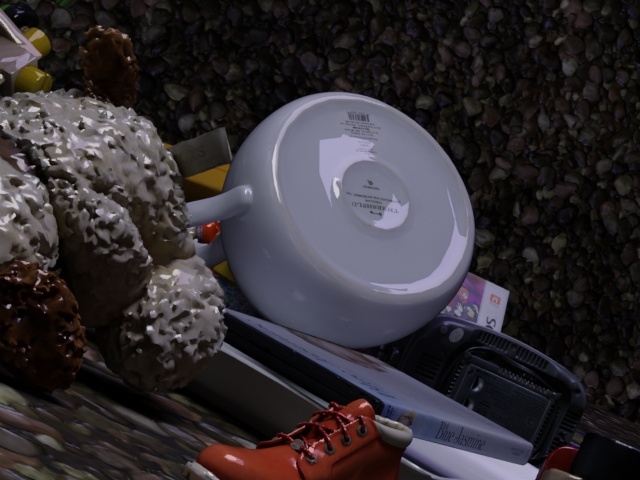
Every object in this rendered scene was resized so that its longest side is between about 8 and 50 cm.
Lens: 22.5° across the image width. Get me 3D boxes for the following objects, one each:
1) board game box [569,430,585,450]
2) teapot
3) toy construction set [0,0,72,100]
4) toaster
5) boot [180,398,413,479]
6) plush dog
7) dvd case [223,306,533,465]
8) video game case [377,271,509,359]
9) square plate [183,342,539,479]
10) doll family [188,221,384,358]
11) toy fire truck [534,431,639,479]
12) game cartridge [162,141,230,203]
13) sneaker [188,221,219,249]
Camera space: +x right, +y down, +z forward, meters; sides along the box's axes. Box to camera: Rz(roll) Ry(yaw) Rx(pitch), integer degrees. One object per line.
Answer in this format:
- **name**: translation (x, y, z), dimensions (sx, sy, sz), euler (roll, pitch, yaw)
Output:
- **board game box**: translation (0.262, 0.235, 1.929), dimensions (0.347, 0.056, 0.208), euler (26, 6, 10)
- **teapot**: translation (0.000, 0.000, 1.475), dimensions (0.256, 0.252, 0.187), euler (44, -41, -4)
- **toy construction set**: translation (-0.360, -0.132, 1.723), dimensions (0.237, 0.257, 0.309), euler (39, 27, 19)
- **toaster**: translation (0.154, 0.150, 1.573), dimensions (0.227, 0.129, 0.146), euler (24, 0, -14)
- **boot**: translation (-0.009, 0.120, 0.884), dimensions (0.059, 0.084, 0.158), euler (29, 5, 40)
- **plush dog**: translation (-0.198, -0.015, 1.008), dimensions (0.262, 0.210, 0.225), euler (24, 28, 21)
- **dvd case**: translation (0.036, 0.110, 1.220), dimensions (0.180, 0.022, 0.253), euler (27, 3, 35)
- **video game case**: translation (0.091, 0.090, 1.817), dimensions (0.232, 0.042, 0.210), euler (26, 44, -6)
- **square plate**: translation (0.015, 0.137, 1.275), dimensions (0.347, 0.049, 0.344), euler (27, 3, 30)
- **doll family**: translation (-0.017, 0.045, 1.617), dimensions (0.263, 0.163, 0.118), euler (26, 2, -6)
- **toy fire truck**: translation (0.228, 0.205, 1.026), dimensions (0.217, 0.158, 0.246), euler (25, -10, 5)
- **game cartridge**: translation (-0.075, -0.005, 2.049), dimensions (0.285, 0.052, 0.323), euler (19, -22, 29)
- **sneaker**: translation (-0.132, 0.011, 1.826), dimensions (0.152, 0.114, 0.305), euler (9, -7, 2)
